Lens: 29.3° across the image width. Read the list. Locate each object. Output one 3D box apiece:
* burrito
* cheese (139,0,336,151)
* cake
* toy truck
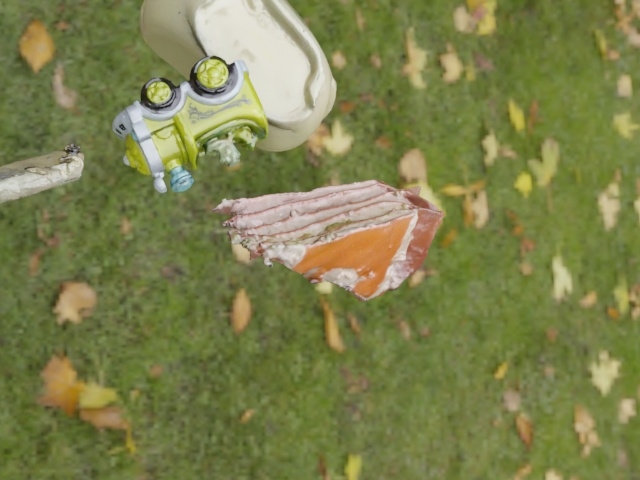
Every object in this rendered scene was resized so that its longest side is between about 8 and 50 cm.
[{"bbox_3d":[-0.321,-0.057,1.235,0.051,0.171,0.042,-135,-149,-72],"label":"burrito"},{"bbox_3d":[-0.100,-0.228,1.517,0.127,0.233,0.266,-46,105,-13],"label":"cheese"},{"bbox_3d":[0.003,0.005,1.235,0.287,0.135,0.098,0,43,-44],"label":"cake"},{"bbox_3d":[-0.094,-0.081,0.901,0.077,0.111,0.076,63,-10,11],"label":"toy truck"}]
